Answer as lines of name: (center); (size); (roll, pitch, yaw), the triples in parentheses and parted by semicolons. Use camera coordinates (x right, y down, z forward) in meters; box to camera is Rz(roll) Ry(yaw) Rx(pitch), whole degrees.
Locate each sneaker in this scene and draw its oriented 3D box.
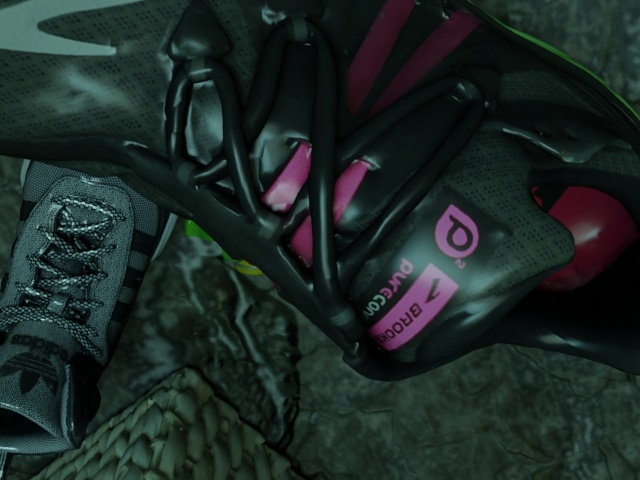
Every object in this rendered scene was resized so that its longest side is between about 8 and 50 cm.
sneaker: (-0.154, 0.031, 0.502); (0.101, 0.153, 0.268); (18, 121, -11)
sneaker: (0.017, -0.049, 0.395); (0.483, 0.202, 0.185); (14, 122, -24)

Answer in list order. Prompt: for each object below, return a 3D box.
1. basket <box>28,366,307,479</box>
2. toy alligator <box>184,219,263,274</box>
basket: (-0.102, 0.321, 0.537); (0.266, 0.331, 0.328); (-39, 105, 12)
toy alligator: (0.000, 0.000, 0.558); (0.190, 0.051, 0.056); (3, 111, 0)
